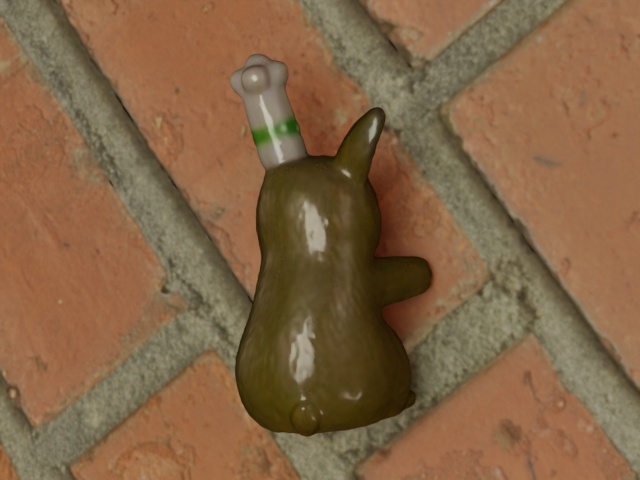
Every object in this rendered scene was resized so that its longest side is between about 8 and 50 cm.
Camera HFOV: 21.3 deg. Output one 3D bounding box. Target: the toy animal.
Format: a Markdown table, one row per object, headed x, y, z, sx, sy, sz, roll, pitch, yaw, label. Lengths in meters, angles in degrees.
| x | y | z | sx | sy | sz | roll | pitch | yaw | label |
| --- | --- | --- | --- | --- | --- | --- | --- | --- | --- |
| 0.005 | 0.010 | 1.647 | 0.181 | 0.180 | 0.363 | 0 | 81 | 18 | toy animal |
